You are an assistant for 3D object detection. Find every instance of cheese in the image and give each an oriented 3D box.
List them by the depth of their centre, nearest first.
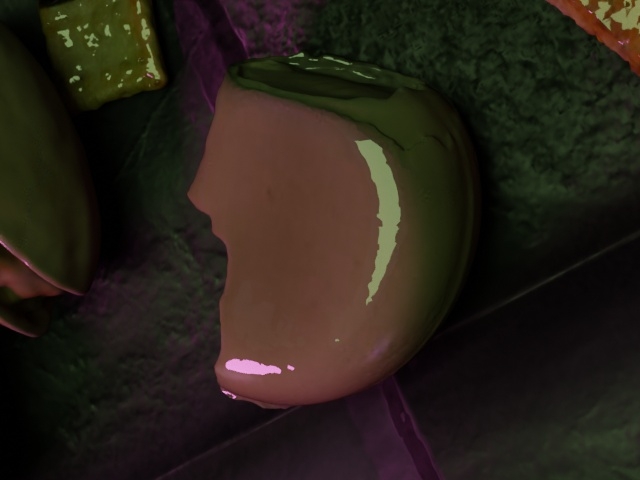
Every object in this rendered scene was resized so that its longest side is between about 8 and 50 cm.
[{"bbox_3d":[0.000,0.000,0.998,0.175,0.091,0.203,20,100,28],"label":"cheese"}]

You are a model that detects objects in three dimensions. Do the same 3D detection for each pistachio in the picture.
[{"bbox_3d":[-0.211,-0.049,1.084,0.136,0.136,0.226,-34,82,24],"label":"pistachio"}]

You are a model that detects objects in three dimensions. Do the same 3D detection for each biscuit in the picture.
[{"bbox_3d":[-0.135,-0.124,1.107,0.083,0.018,0.081,-16,84,28],"label":"biscuit"}]

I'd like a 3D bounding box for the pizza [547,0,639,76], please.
[{"bbox_3d":[0.272,-0.149,0.855,0.268,0.087,0.258,44,106,19],"label":"pizza"}]
